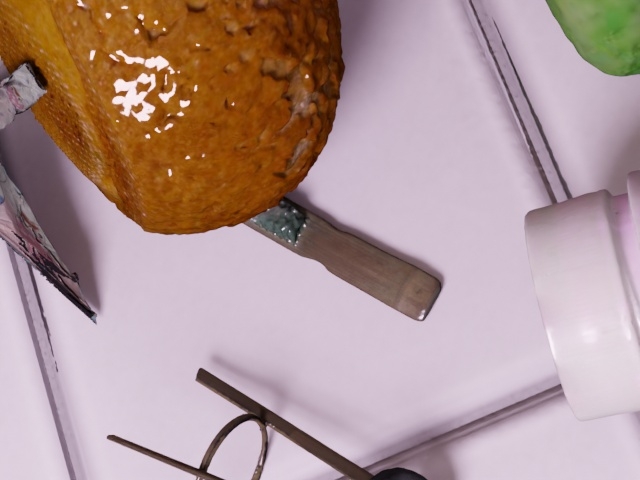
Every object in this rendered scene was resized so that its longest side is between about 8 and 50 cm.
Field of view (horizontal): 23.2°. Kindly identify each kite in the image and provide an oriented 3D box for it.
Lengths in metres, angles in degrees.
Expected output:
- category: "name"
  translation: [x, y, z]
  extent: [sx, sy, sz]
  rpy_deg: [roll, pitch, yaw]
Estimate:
- category: "kite"
  translation: [-0.250, -0.081, 1.136]
  extent: [0.011, 0.314, 0.335]
  rpy_deg: [-36, 103, -27]

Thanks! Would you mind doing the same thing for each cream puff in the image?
- category: "cream puff"
  translation: [-0.104, -0.151, 1.064]
  extent: [0.212, 0.303, 0.303]
  rpy_deg: [-30, 64, -18]

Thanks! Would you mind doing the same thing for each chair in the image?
- category: "chair"
  translation: [-0.029, 0.168, 1.034]
  extent: [0.222, 0.095, 0.104]
  rpy_deg: [19, 94, 24]

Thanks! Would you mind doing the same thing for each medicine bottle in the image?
- category: "medicine bottle"
  translation: [0.276, 0.007, 0.921]
  extent: [0.293, 0.170, 0.170]
  rpy_deg: [-15, 70, 16]

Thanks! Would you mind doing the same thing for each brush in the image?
- category: "brush"
  translation: [0.000, 0.000, 1.109]
  extent: [0.190, 0.027, 0.034]
  rpy_deg: [29, 89, 25]

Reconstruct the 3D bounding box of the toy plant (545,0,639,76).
- category: "toy plant"
  translation: [0.080, -0.269, 0.966]
  extent: [0.210, 0.356, 0.317]
  rpy_deg: [-131, 47, -56]
